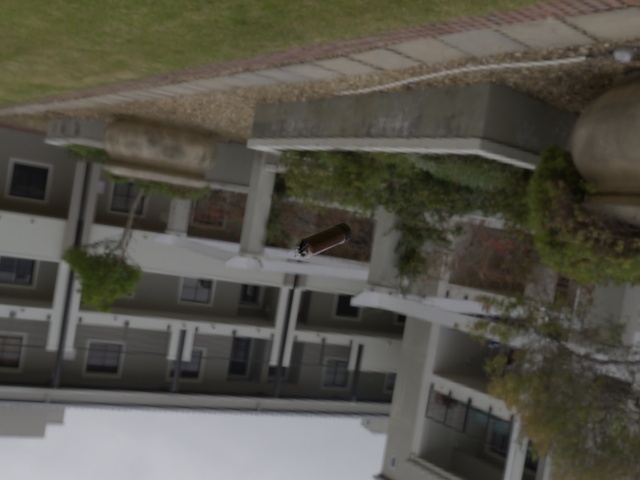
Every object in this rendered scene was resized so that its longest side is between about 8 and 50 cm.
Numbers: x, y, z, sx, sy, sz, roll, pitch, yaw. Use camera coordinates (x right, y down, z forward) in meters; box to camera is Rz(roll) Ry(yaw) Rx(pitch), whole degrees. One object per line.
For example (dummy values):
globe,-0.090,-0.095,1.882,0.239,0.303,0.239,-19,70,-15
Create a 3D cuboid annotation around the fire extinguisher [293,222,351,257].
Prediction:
fire extinguisher,0.000,0.000,0.735,0.083,0.028,0.022,-22,-113,-44
